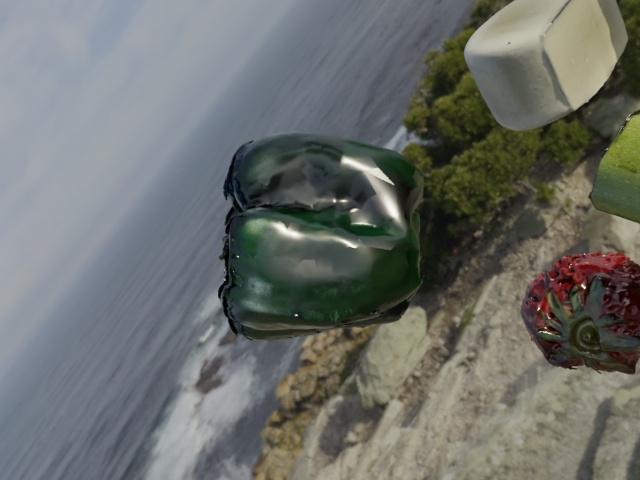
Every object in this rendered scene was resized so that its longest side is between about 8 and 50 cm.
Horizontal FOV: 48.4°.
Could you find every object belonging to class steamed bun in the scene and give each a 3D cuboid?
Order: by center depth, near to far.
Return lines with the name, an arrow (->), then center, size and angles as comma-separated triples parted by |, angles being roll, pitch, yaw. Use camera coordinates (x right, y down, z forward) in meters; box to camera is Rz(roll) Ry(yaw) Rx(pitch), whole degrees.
steamed bun -> 0.310, -0.265, 1.010 | 0.164, 0.146, 0.241 | -7, 33, 49

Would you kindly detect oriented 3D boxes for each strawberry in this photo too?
strawberry -> 0.396, 0.093, 1.016 | 0.201, 0.184, 0.186 | -24, -35, -48

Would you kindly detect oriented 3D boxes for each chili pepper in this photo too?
chili pepper -> 0.000, 0.000, 0.861 | 0.233, 0.257, 0.248 | 88, -176, -68

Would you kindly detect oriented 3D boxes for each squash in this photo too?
squash -> 0.317, -0.032, 0.552 | 0.095, 0.095, 0.188 | -52, 46, -3
